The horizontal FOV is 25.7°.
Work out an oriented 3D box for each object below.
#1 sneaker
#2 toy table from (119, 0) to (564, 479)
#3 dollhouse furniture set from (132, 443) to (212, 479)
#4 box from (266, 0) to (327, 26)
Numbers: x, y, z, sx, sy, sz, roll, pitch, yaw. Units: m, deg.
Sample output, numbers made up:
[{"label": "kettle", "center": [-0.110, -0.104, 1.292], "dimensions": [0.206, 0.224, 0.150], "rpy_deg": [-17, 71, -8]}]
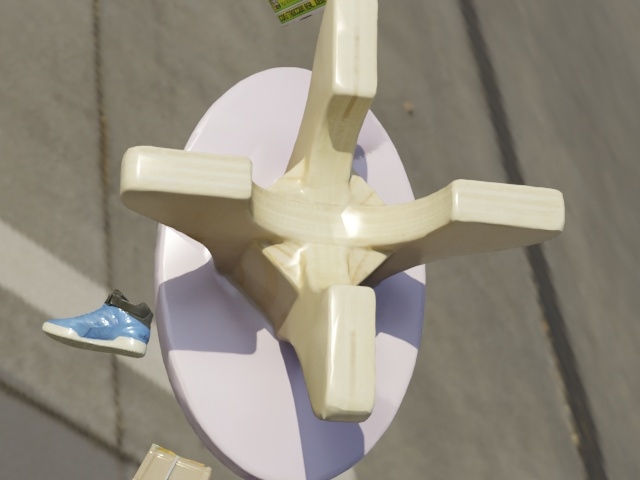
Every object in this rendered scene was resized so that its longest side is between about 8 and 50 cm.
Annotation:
[{"label": "sneaker", "center": [-0.306, 0.109, 1.951], "dimensions": [0.058, 0.152, 0.084], "rpy_deg": [65, 36, -66]}, {"label": "toy table", "center": [0.000, 0.000, 0.842], "dimensions": [0.161, 0.252, 0.274], "rpy_deg": [129, -48, -66]}, {"label": "dollhouse furniture set", "center": [-0.173, 0.294, 1.475], "dimensions": [0.151, 0.076, 0.058], "rpy_deg": [-63, 171, -50]}, {"label": "box", "center": [0.063, -0.223, 0.969], "dimensions": [0.207, 0.114, 0.036], "rpy_deg": [-40, 106, -32]}]
